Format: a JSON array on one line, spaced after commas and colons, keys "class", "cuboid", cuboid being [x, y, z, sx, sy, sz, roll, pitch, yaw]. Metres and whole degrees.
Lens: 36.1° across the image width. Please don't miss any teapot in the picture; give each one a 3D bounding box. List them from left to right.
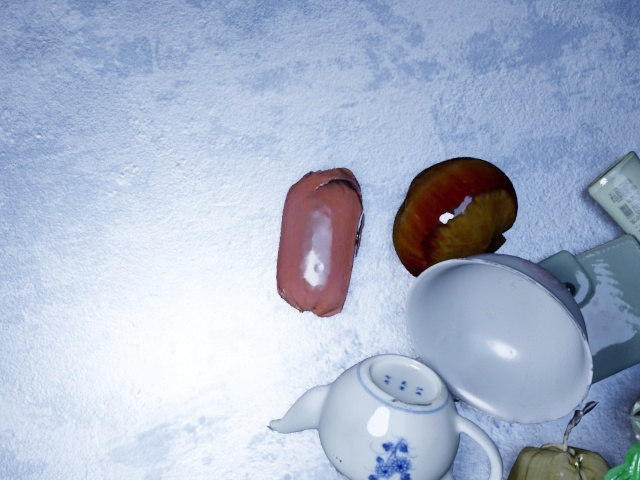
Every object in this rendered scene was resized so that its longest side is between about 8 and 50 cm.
[{"class": "teapot", "cuboid": [0.115, 0.354, 1.737, 0.423, 0.252, 0.280, 18, 116, 7]}]

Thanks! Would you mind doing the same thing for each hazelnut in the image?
[{"class": "hazelnut", "cuboid": [0.236, -0.041, 1.803, 0.217, 0.217, 0.251, 33, 107, 0]}]

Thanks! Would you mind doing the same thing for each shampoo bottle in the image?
[{"class": "shampoo bottle", "cuboid": [0.628, -0.047, 1.880, 0.118, 0.087, 0.234, -40, 88, -4]}]

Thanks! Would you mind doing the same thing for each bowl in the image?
[{"class": "bowl", "cuboid": [0.332, 0.138, 1.713, 0.345, 0.345, 0.157, 45, 47, 2]}]

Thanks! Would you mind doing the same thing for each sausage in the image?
[{"class": "sausage", "cuboid": [0.000, 0.000, 1.801, 0.152, 0.152, 0.280, 9, 83, -3]}]

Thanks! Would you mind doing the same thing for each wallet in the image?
[{"class": "wallet", "cuboid": [0.476, 0.148, 1.843, 0.360, 0.083, 0.252, -25, 86, -2]}]

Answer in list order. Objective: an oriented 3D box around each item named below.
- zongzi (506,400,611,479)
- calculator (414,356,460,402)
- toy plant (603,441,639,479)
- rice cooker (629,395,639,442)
[{"class": "zongzi", "cuboid": [0.535, 0.579, 1.792, 0.466, 0.218, 0.500, 21, 69, -25]}, {"class": "calculator", "cuboid": [0.239, 0.255, 1.851, 0.165, 0.024, 0.103, -10, 84, -6]}, {"class": "toy plant", "cuboid": [0.577, 0.456, 1.670, 0.154, 0.088, 0.240, -31, 99, -7]}, {"class": "rice cooker", "cuboid": [0.731, 0.320, 1.759, 0.277, 0.288, 0.288, -41, 88, -8]}]
